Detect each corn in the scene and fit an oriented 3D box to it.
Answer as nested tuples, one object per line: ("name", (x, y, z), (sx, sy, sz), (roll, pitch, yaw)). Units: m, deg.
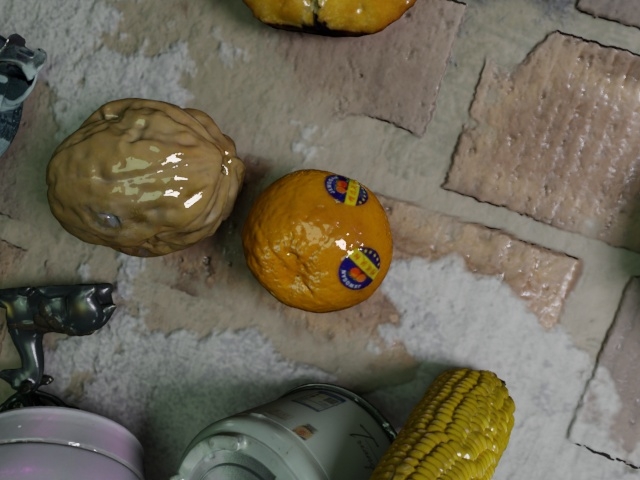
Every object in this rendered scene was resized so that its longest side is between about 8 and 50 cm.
("corn", (0.122, 0.216, 0.537), (0.106, 0.305, 0.106), (7, 104, 30))

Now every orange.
("orange", (-0.002, 0.000, 0.628), (0.178, 0.155, 0.177), (5, 129, 6))

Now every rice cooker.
("rice cooker", (-0.025, 0.298, 0.610), (0.281, 0.227, 0.241), (-7, 85, 32))

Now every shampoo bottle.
("shampoo bottle", (-0.343, 0.362, 0.625), (0.273, 0.266, 0.272), (-5, 129, -6))

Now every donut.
("donut", (0.006, -0.350, 0.595), (0.254, 0.118, 0.253), (3, 137, 3))

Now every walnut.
("walnut", (-0.218, -0.075, 0.659), (0.245, 0.198, 0.198), (-4, 90, 19))

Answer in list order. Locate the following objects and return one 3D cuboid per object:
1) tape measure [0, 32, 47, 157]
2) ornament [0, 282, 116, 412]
("tape measure", (-0.563, -0.220, 0.751), (0.256, 0.147, 0.275), (34, 96, 10))
("ornament", (-0.372, 0.180, 0.756), (0.202, 0.080, 0.235), (-4, 88, 15))
